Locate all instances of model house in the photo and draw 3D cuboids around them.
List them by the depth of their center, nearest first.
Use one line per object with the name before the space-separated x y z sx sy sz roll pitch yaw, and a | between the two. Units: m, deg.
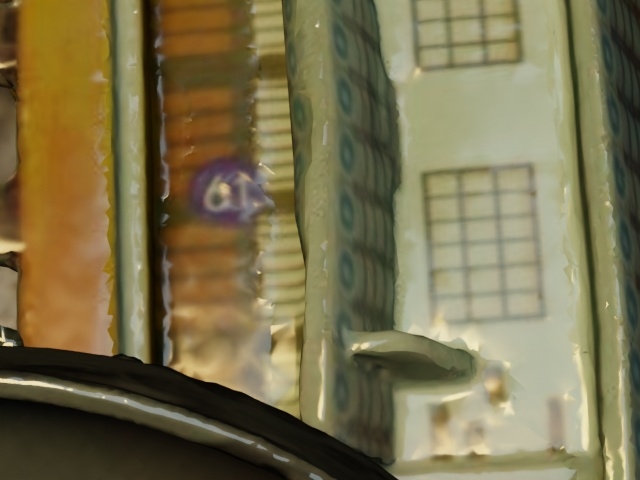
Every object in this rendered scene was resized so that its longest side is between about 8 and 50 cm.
model house | 0.000 0.000 0.524 0.215 0.198 0.224 -4 70 3

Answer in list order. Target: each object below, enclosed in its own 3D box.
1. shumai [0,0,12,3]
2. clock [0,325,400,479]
shumai | -0.162 -0.184 0.586 0.183 0.185 0.218 4 71 6
clock | -0.072 0.171 0.401 0.312 0.061 0.313 0 99 2
